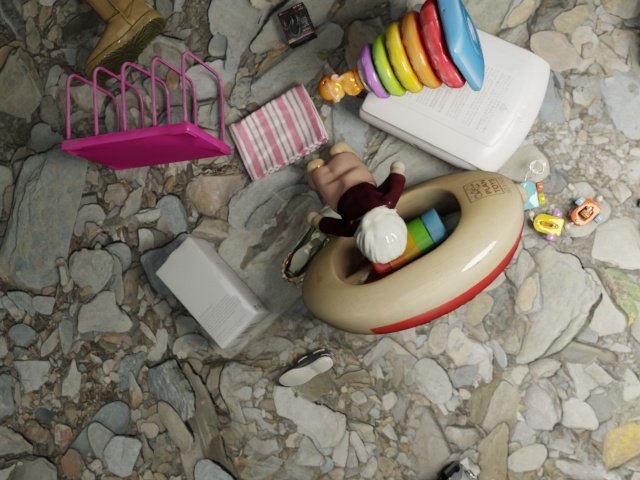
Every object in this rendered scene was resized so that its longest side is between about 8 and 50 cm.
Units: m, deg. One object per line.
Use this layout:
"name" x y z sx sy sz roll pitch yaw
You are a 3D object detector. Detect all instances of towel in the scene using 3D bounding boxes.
"towel" -0.094 -0.233 1.361 0.197 0.029 0.144 -27 80 13

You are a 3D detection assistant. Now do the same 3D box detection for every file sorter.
"file sorter" -0.370 -0.276 1.354 0.291 0.202 0.182 -5 83 15

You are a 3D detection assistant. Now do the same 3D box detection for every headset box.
"headset box" -0.048 -0.459 1.357 0.062 0.032 0.083 -21 81 14

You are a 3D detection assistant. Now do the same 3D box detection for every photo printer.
"photo printer" 0.266 -0.286 1.222 0.308 0.107 0.255 29 95 14

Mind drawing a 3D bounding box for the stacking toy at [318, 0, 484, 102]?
"stacking toy" 0.130 -0.318 1.140 0.302 0.166 0.175 -18 68 25

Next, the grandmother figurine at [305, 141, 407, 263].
"grandmother figurine" 0.074 -0.074 1.170 0.208 0.104 0.342 -42 33 12

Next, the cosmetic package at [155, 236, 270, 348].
"cosmetic package" -0.232 0.111 1.358 0.117 0.085 0.231 -45 75 9

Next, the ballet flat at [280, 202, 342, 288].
"ballet flat" 0.000 0.000 1.301 0.091 0.077 0.240 36 96 15

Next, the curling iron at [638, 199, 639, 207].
"curling iron" 0.716 -0.033 1.124 0.274 0.035 0.068 18 92 15

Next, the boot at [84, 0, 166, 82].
"boot" -0.515 -0.533 1.467 0.236 0.089 0.269 -40 78 0

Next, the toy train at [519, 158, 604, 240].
"toy train" 0.444 -0.071 1.198 0.166 0.046 0.125 43 97 10

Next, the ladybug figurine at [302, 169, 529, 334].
"ladybug figurine" 0.183 0.035 1.168 0.450 0.305 0.162 -27 124 14

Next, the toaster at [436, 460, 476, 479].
"toaster" 0.237 0.543 1.185 0.146 0.129 0.227 44 98 11

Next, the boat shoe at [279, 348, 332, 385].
"boat shoe" -0.031 0.265 1.318 0.125 0.038 0.046 -31 122 18
